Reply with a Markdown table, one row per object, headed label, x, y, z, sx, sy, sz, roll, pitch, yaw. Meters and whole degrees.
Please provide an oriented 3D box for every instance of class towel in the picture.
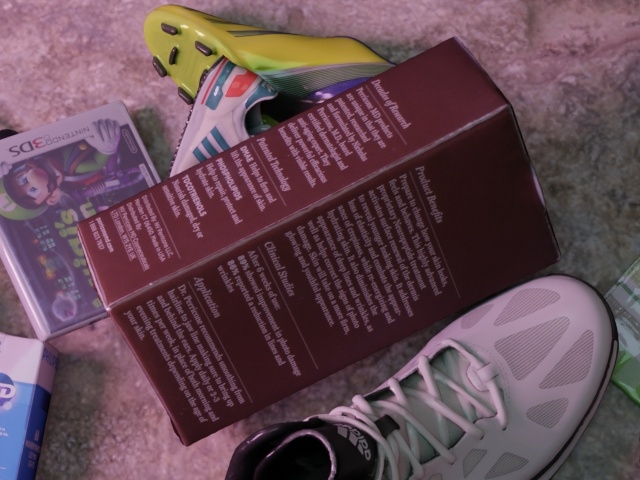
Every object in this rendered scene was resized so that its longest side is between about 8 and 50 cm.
| label | x | y | z | sx | sy | sz | roll | pitch | yaw |
| --- | --- | --- | --- | --- | --- | --- | --- | --- | --- |
| towel | 0.314 | 0.071 | 1.654 | 0.113 | 0.023 | 0.152 | 43 | 83 | 13 |

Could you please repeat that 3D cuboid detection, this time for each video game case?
| label | x | y | z | sx | sy | sz | roll | pitch | yaw |
| --- | --- | --- | --- | --- | --- | --- | --- | --- | --- |
| video game case | -0.219 | -0.021 | 1.672 | 0.173 | 0.022 | 0.190 | -22 | 81 | -28 |

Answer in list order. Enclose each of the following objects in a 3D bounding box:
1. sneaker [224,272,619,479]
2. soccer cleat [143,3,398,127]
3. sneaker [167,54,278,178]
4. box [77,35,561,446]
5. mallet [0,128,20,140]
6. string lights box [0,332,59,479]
| label | x | y | z | sx | sy | sz | roll | pitch | yaw |
| --- | --- | --- | --- | --- | --- | --- | --- | --- | --- |
| sneaker | 0.081 | 0.177 | 1.524 | 0.447 | 0.257 | 0.169 | -41 | 74 | -6 |
| soccer cleat | -0.030 | -0.160 | 1.717 | 0.289 | 0.093 | 0.121 | 23 | 49 | 14 |
| sneaker | -0.088 | -0.089 | 1.669 | 0.075 | 0.057 | 0.161 | 24 | 122 | 4 |
| box | 0.000 | 0.000 | 1.591 | 0.381 | 0.191 | 0.143 | -25 | 40 | -2 |
| mallet | -0.341 | -0.122 | 1.748 | 0.039 | 0.062 | 0.189 | -42 | 62 | -12 |
| string lights box | -0.330 | 0.211 | 1.642 | 0.133 | 0.077 | 0.260 | 9 | 78 | 6 |
